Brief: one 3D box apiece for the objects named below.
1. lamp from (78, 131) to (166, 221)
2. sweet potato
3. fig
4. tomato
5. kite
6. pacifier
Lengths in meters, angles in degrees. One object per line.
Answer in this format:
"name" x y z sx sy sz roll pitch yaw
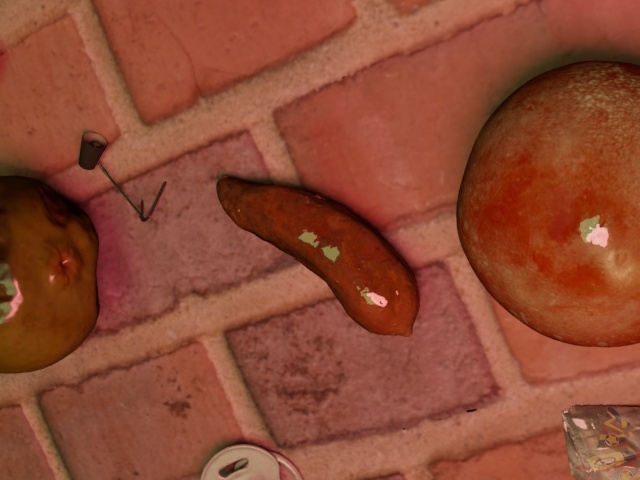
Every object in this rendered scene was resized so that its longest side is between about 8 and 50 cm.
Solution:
"lamp" -0.252 -0.077 1.229 0.121 0.041 0.054 37 123 12
"sweet potato" 0.000 -0.002 1.119 0.292 0.097 0.097 38 115 17
"fig" -0.397 0.048 1.218 0.271 0.239 0.239 -15 99 39
"tomato" 0.256 -0.029 0.930 0.270 0.222 0.270 5 108 17
"kite" 0.381 0.219 1.061 0.245 0.015 0.141 -19 98 29
"pacifier" -0.080 0.325 1.228 0.127 0.116 0.150 -19 93 0
